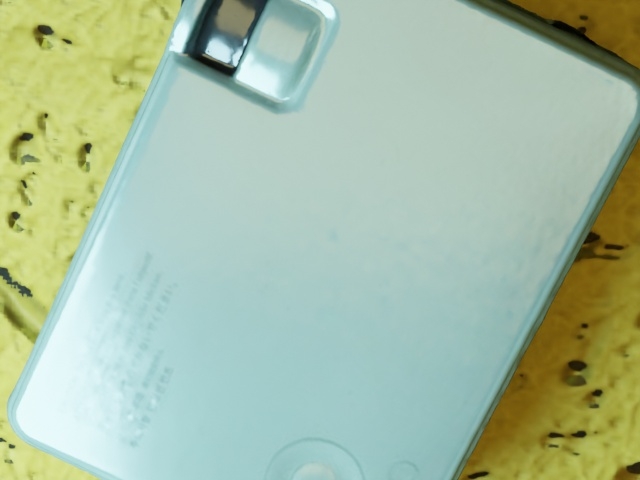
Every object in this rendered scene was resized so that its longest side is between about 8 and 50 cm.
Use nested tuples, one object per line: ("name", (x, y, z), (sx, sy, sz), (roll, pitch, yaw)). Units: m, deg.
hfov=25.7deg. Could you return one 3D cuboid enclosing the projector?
("projector", (0.000, 0.000, 0.612), (0.192, 0.099, 0.256), (25, 103, -2))
